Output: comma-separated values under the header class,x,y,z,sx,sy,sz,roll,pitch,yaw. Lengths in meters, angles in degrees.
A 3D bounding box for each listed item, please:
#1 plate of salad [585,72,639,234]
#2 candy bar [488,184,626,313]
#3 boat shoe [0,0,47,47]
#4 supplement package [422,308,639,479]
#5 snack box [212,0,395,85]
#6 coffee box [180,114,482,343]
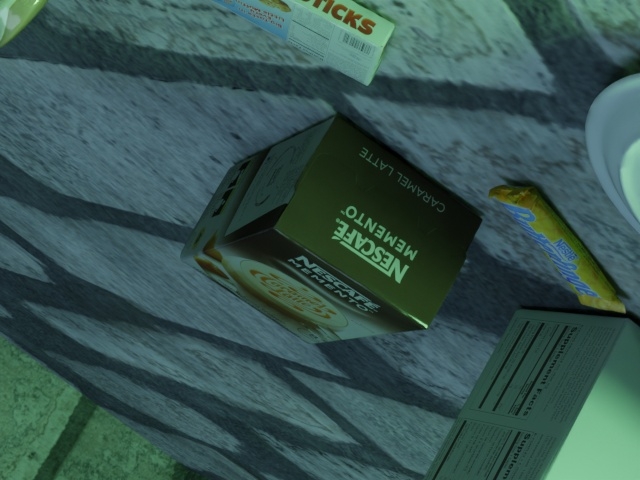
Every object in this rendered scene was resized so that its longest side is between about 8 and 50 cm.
class,x,y,z,sx,sy,sz,roll,pitch,yaw
plate of salad,0.233,-0.025,0.834,0.200,0.048,0.200,32,157,16
candy bar,0.167,0.006,1.091,0.040,0.018,0.161,14,159,43
boat shoe,-0.267,-0.183,1.137,0.092,0.103,0.285,46,160,-18
supplement package,0.240,0.208,1.240,0.262,0.204,0.145,37,164,-24
snack box,-0.040,-0.155,0.954,0.178,0.022,0.064,29,165,2
coffee box,0.000,0.000,1.213,0.141,0.098,0.246,33,164,-13
